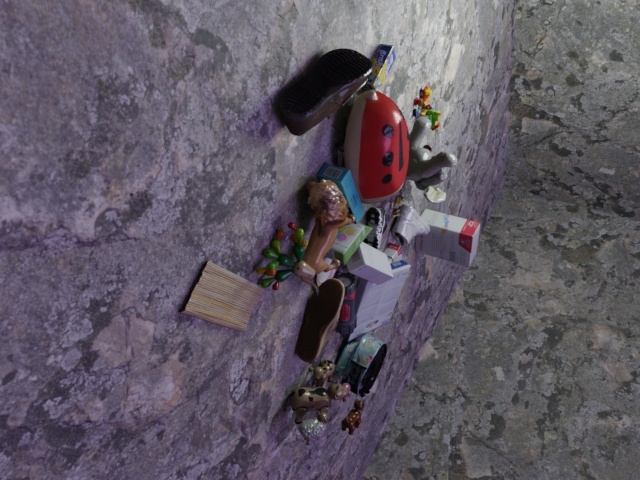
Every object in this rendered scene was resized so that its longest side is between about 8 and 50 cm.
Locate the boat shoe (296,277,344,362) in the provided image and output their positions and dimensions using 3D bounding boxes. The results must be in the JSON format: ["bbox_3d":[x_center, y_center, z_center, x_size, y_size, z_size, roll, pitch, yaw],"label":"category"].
[{"bbox_3d":[0.008,0.292,1.885,0.110,0.121,0.342,-8,125,-64],"label":"boat shoe"}]

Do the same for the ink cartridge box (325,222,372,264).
[{"bbox_3d":[0.094,-0.017,1.833,0.209,0.108,0.062,-50,148,-33],"label":"ink cartridge box"}]

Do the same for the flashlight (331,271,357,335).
[{"bbox_3d":[0.093,0.266,2.038,0.103,0.103,0.304,-49,150,-42],"label":"flashlight"}]

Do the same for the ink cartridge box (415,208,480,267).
[{"bbox_3d":[0.667,-0.016,2.634,0.131,0.306,0.226,-48,145,-36],"label":"ink cartridge box"}]

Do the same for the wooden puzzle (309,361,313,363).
[{"bbox_3d":[-0.010,0.455,2.002,0.079,0.014,0.116,-58,177,-31],"label":"wooden puzzle"}]

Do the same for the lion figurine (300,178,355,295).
[{"bbox_3d":[0.000,0.000,1.636,0.240,0.142,0.393,3,101,-70],"label":"lion figurine"}]

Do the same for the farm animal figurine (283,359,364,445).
[{"bbox_3d":[0.013,0.610,1.988,0.326,0.330,0.173,-7,120,-28],"label":"farm animal figurine"}]

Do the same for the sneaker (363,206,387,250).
[{"bbox_3d":[0.237,-0.037,2.106,0.106,0.078,0.235,-24,126,-50],"label":"sneaker"}]

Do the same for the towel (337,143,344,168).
[{"bbox_3d":[0.122,-0.298,1.788,0.197,0.029,0.144,-44,143,-40],"label":"towel"}]

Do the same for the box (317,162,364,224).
[{"bbox_3d":[0.073,-0.158,1.717,0.060,0.100,0.244,-57,149,-20],"label":"box"}]

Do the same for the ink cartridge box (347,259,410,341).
[{"bbox_3d":[0.247,0.266,2.262,0.324,0.071,0.331,-13,129,-46],"label":"ink cartridge box"}]

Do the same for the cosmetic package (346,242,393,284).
[{"bbox_3d":[0.194,0.091,2.009,0.231,0.085,0.118,28,40,-49],"label":"cosmetic package"}]

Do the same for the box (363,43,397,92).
[{"bbox_3d":[0.201,-0.588,1.716,0.169,0.054,0.059,-64,152,-12],"label":"box"}]

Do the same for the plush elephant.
[{"bbox_3d":[0.456,-0.306,2.140,0.255,0.272,0.330,7,130,-48],"label":"plush elephant"}]

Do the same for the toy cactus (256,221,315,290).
[{"bbox_3d":[-0.089,0.068,1.528,0.180,0.112,0.219,29,88,-29],"label":"toy cactus"}]

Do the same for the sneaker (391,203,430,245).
[{"bbox_3d":[0.429,-0.043,2.425,0.292,0.108,0.169,34,79,-51],"label":"sneaker"}]

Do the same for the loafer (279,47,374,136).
[{"bbox_3d":[0.011,-0.428,1.439,0.366,0.133,0.130,-41,165,-27],"label":"loafer"}]

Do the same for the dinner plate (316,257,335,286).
[{"bbox_3d":[0.021,0.112,1.884,0.141,0.017,0.141,-37,137,-44],"label":"dinner plate"}]

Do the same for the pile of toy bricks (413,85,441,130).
[{"bbox_3d":[0.476,-0.548,2.170,0.118,0.105,0.212,-51,146,-31],"label":"pile of toy bricks"}]

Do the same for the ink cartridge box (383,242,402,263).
[{"bbox_3d":[0.322,0.105,2.361,0.150,0.063,0.109,-52,147,-28],"label":"ink cartridge box"}]

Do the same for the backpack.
[{"bbox_3d":[0.193,0.550,2.280,0.254,0.191,0.225,-61,158,4],"label":"backpack"}]

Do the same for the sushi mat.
[{"bbox_3d":[-0.265,0.167,1.415,0.152,0.019,0.316,-66,152,-9],"label":"sushi mat"}]

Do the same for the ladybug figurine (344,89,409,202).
[{"bbox_3d":[0.205,-0.310,1.732,0.305,0.161,0.450,-55,149,-30],"label":"ladybug figurine"}]

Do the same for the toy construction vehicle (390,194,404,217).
[{"bbox_3d":[0.351,-0.154,2.277,0.098,0.035,0.086,-31,133,-50],"label":"toy construction vehicle"}]
